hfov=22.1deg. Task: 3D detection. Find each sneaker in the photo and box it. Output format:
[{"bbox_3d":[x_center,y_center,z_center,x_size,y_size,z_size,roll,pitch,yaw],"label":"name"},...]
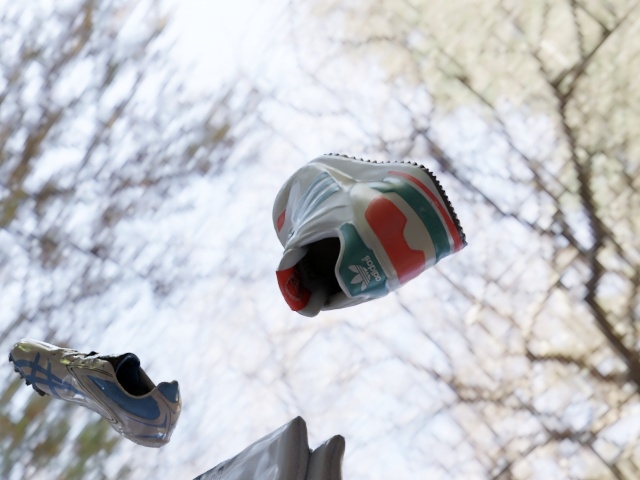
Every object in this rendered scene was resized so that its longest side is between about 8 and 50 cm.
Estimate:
[{"bbox_3d":[-0.245,0.150,1.800,0.237,0.086,0.085,21,-174,31],"label":"sneaker"},{"bbox_3d":[0.000,0.000,0.783,0.075,0.161,0.057,-34,-74,-22],"label":"sneaker"}]

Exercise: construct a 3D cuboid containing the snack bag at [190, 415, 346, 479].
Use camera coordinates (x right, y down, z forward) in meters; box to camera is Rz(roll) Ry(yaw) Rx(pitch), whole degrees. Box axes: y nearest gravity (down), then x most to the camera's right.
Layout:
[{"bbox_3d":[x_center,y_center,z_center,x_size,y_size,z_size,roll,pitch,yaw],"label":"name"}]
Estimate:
[{"bbox_3d":[-0.087,0.270,0.793,0.037,0.323,0.342,20,-109,-12],"label":"snack bag"}]
